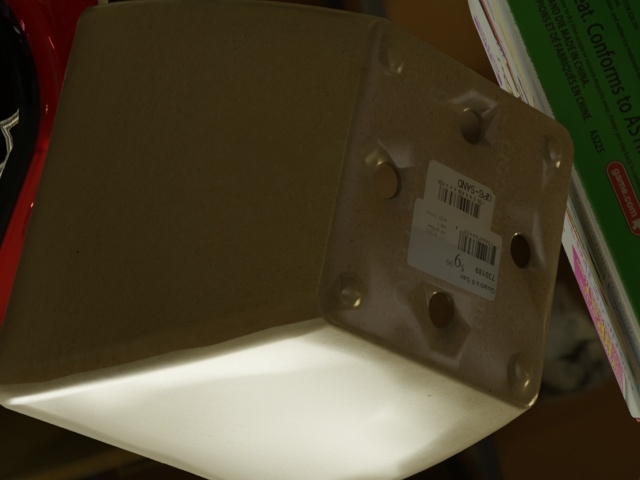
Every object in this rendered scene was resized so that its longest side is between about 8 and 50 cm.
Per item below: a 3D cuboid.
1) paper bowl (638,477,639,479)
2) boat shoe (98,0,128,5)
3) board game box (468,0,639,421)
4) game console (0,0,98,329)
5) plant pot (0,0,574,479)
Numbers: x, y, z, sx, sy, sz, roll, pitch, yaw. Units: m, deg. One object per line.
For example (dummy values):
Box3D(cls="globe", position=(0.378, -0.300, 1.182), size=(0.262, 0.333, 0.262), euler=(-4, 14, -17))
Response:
Box3D(cls="paper bowl", position=(0.364, 0.207, 1.213), size=(0.148, 0.284, 0.284), euler=(-53, -174, 24))
Box3D(cls="boat shoe", position=(-0.106, -0.187, 0.972), size=(0.089, 0.285, 0.104), euler=(17, 176, 18))
Box3D(cls="board game box", position=(0.128, -0.043, 0.788), size=(0.064, 0.242, 0.316), euler=(-22, 173, 5))
Box3D(cls="game console", position=(-0.278, 0.005, 0.603), size=(0.342, 0.386, 0.060), euler=(22, -151, -5))
Box3D(cls="plant pot", position=(0.000, 0.000, 0.448), size=(0.096, 0.109, 0.109), euler=(-12, -119, 46))
